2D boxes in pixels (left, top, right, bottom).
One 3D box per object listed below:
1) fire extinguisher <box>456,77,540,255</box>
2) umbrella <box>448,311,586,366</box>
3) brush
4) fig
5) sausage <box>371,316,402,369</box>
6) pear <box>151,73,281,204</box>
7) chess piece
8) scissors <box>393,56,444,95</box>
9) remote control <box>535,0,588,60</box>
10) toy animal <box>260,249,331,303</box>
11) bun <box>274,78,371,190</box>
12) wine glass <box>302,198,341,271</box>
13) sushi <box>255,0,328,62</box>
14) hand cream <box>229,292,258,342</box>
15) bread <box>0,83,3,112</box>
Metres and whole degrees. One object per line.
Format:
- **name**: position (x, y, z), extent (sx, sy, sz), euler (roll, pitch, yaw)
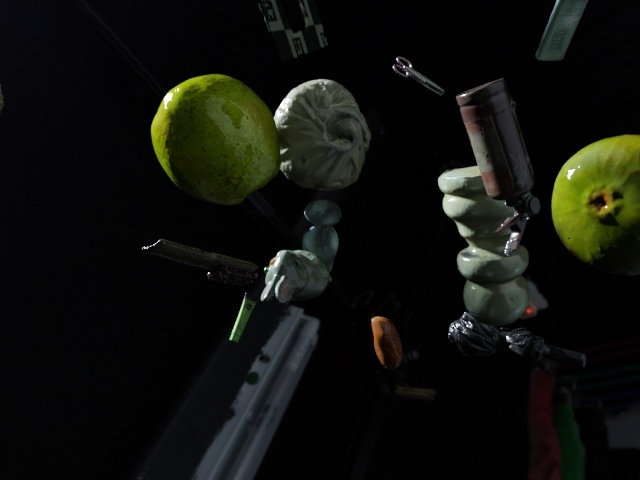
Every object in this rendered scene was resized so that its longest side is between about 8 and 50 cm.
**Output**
- **fire extinguisher**: position (0.264, -0.106, 0.826), extent (0.106, 0.075, 0.252), euler (-23, -78, -11)
- **umbrella**: position (0.503, 0.272, 1.417), extent (0.118, 0.339, 0.118), euler (11, -90, -67)
- **brush**: position (-0.172, 0.038, 0.837), extent (0.248, 0.043, 0.036), euler (26, -143, -63)
- **fig**: position (0.670, -0.070, 1.168), extent (0.316, 0.316, 0.316), euler (25, -128, -38)
- **sausage**: position (0.221, 0.335, 1.798), extent (0.089, 0.089, 0.179), euler (-25, -80, -51)
- **pear**: position (-0.287, -0.281, 1.590), extent (0.391, 0.391, 0.391), euler (25, -128, -38)
- **chess piece**: position (0.354, 0.013, 1.131), extent (0.182, 0.182, 0.331), euler (-24, -72, -51)
- **scissors**: position (0.300, -0.494, 1.657), extent (0.176, 0.022, 0.085), euler (31, -130, -7)
- **remote control**: position (0.420, -0.370, 0.950), extent (0.053, 0.124, 0.018), euler (1, -129, -1)
- **toy animal**: position (-0.060, 0.077, 1.160), extent (0.125, 0.127, 0.251), euler (64, -170, 4)
- **bun**: position (0.013, -0.330, 1.745), extent (0.359, 0.211, 0.360), euler (-3, -82, -19)
- **wine glass**: position (0.000, 0.000, 1.348), extent (0.092, 0.202, 0.093), euler (3, -132, -4)
- **sushi**: position (-0.132, -0.597, 1.248), extent (0.296, 0.099, 0.373), euler (-51, -54, -56)
- **hand cream**: position (-0.187, 0.187, 1.315), extent (0.036, 0.023, 0.122), euler (27, -114, -15)
- **bread**: position (-0.678, -0.176, 0.919), extent (0.101, 0.183, 0.337), euler (16, -149, 10)
